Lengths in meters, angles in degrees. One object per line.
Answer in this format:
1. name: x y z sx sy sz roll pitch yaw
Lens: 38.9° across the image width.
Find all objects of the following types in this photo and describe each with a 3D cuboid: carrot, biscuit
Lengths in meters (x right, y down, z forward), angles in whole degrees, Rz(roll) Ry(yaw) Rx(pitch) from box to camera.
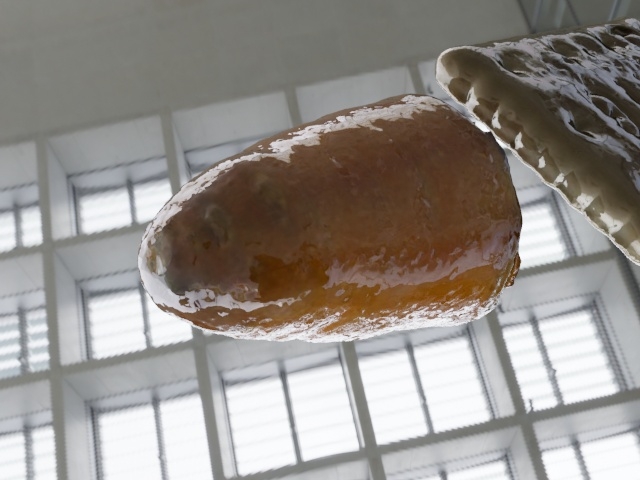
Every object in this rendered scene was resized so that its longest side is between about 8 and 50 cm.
1. carrot: 0.000 0.000 0.532 0.225 0.159 0.159 -16 -125 -46
2. biscuit: 0.246 -0.097 0.698 0.324 0.044 0.217 -20 -122 -45
